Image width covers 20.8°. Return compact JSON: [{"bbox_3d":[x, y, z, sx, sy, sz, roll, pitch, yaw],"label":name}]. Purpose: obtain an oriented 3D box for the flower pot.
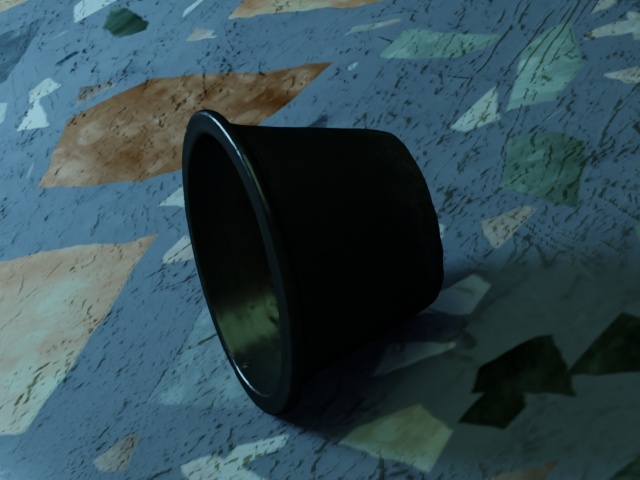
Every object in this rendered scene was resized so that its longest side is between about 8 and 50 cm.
[{"bbox_3d":[0.000,0.000,1.311,0.148,0.235,0.235,-16,25,-17],"label":"flower pot"}]
